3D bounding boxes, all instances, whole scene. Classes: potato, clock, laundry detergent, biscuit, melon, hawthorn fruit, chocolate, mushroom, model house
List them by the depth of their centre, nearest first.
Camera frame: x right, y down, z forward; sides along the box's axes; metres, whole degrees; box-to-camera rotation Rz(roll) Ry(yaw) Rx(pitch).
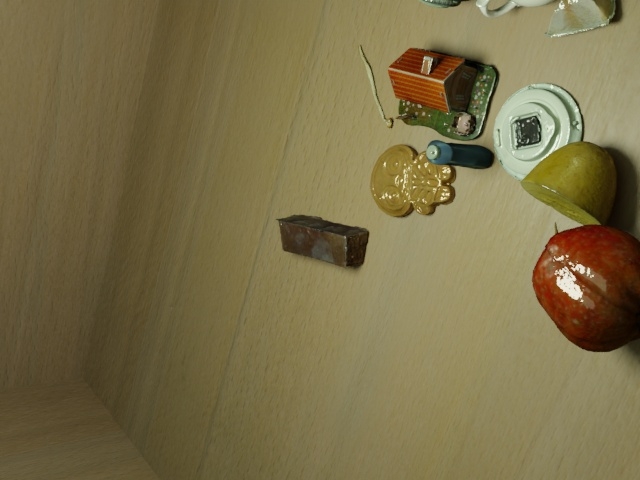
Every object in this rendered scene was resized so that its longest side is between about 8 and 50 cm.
[{"bbox_3d":[0.569,0.097,1.529,0.262,0.258,0.258,19,105,25],"label":"hawthorn fruit"},{"bbox_3d":[0.562,-0.134,1.610,0.158,0.178,0.203,-54,38,4],"label":"potato"},{"bbox_3d":[0.579,-0.513,1.628,0.139,0.093,0.202,51,130,25],"label":"melon"},{"bbox_3d":[0.495,-0.253,1.747,0.236,0.053,0.236,-1,89,49],"label":"clock"},{"bbox_3d":[0.327,-0.209,1.817,0.097,0.206,0.061,29,111,42],"label":"laundry detergent"},{"bbox_3d":[0.279,-0.383,1.909,0.294,0.154,0.207,28,109,43],"label":"model house"},{"bbox_3d":[0.244,-0.158,2.033,0.289,0.044,0.202,15,101,49],"label":"biscuit"},{"bbox_3d":[0.153,-0.444,2.147,0.028,0.026,0.286,-30,66,27],"label":"mushroom"},{"bbox_3d":[0.000,0.000,2.262,0.321,0.112,0.111,15,111,46],"label":"chocolate"}]

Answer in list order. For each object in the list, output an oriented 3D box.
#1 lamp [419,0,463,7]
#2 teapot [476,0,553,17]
[{"bbox_3d":[0.318,-0.715,1.817,0.205,0.374,0.272,44,153,31],"label":"lamp"},{"bbox_3d":[0.484,-0.630,1.694,0.204,0.139,0.298,53,126,30],"label":"teapot"}]
